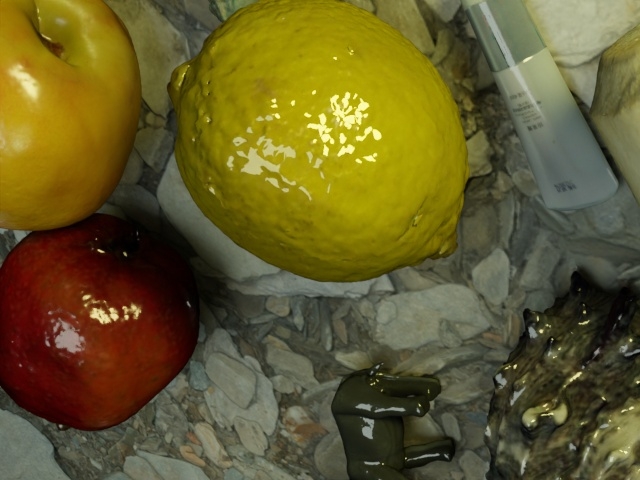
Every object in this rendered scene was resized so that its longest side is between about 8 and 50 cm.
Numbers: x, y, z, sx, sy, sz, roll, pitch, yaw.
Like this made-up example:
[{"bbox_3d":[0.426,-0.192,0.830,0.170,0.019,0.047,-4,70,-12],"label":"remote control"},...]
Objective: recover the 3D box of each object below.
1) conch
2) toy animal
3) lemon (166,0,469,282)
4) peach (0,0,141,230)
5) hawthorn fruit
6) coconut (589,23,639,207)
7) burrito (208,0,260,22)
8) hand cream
[{"bbox_3d":[0.287,0.189,1.072,0.240,0.186,0.313,-3,100,5],"label":"conch"},{"bbox_3d":[0.090,0.264,1.300,0.146,0.114,0.245,-5,94,29],"label":"toy animal"},{"bbox_3d":[0.006,-0.095,1.012,0.322,0.268,0.268,28,134,-13],"label":"lemon"},{"bbox_3d":[-0.352,-0.144,1.207,0.289,0.289,0.308,44,132,2],"label":"peach"},{"bbox_3d":[-0.297,0.120,1.348,0.265,0.265,0.307,31,122,14],"label":"hawthorn fruit"},{"bbox_3d":[0.335,-0.091,0.837,0.202,0.202,0.222,-27,98,42],"label":"coconut"},{"bbox_3d":[-0.030,-0.326,1.018,0.096,0.066,0.309,38,133,-5],"label":"burrito"},{"bbox_3d":[0.202,-0.141,0.996,0.079,0.048,0.255,-13,113,44],"label":"hand cream"}]
